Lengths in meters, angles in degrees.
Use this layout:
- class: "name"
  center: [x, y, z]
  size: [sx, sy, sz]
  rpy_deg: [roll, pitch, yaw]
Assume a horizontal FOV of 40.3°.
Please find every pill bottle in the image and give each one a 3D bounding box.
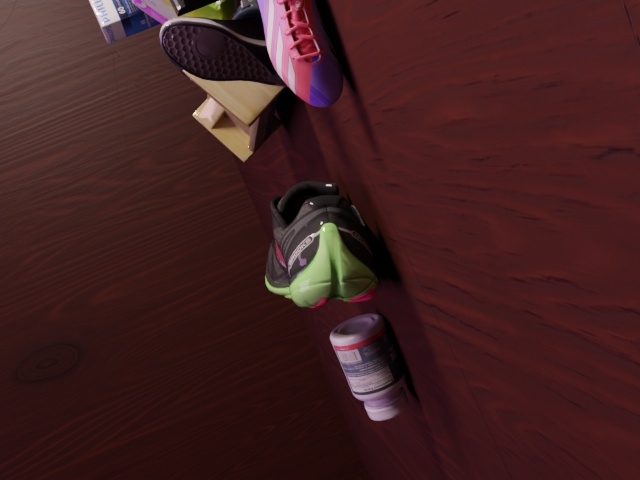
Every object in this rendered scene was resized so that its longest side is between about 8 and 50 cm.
- class: "pill bottle"
  center: [0.097, 0.237, 1.621]
  size: [0.108, 0.108, 0.180]
  rpy_deg: [-142, 29, -74]

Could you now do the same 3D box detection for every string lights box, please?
- class: "string lights box"
  center: [-0.359, -0.533, 1.846]
  size: [0.077, 0.260, 0.133]
  rpy_deg: [95, 151, -74]

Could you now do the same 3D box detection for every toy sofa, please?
- class: "toy sofa"
  center: [-0.133, -0.282, 1.607]
  size: [0.150, 0.177, 0.362]
  rpy_deg: [42, 172, -1]

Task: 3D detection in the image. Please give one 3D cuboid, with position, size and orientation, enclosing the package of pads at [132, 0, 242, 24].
- class: "package of pads"
  center: [-0.242, -0.455, 1.555]
  size: [0.229, 0.101, 0.296]
  rpy_deg: [35, 171, -1]

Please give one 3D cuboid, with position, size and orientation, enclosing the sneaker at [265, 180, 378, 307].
- class: "sneaker"
  center: [0.000, 0.000, 1.488]
  size: [0.483, 0.185, 0.202]
  rpy_deg: [178, 87, -78]

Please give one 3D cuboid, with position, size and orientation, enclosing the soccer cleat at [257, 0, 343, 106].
- class: "soccer cleat"
  center: [-0.034, -0.284, 1.073]
  size: [0.095, 0.083, 0.248]
  rpy_deg: [-178, 67, -76]

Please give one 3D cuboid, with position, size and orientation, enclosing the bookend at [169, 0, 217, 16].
- class: "bookend"
  center: [-0.154, -0.413, 1.196]
  size: [0.156, 0.157, 0.072]
  rpy_deg: [77, 167, -57]

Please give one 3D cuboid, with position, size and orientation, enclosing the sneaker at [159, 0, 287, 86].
- class: "sneaker"
  center: [-0.141, -0.305, 1.293]
  size: [0.086, 0.226, 0.163]
  rpy_deg: [-62, 34, 31]

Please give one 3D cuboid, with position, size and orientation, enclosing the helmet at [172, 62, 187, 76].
- class: "helmet"
  center: [-0.252, -0.421, 1.830]
  size: [0.161, 0.169, 0.169]
  rpy_deg: [46, 164, 22]
